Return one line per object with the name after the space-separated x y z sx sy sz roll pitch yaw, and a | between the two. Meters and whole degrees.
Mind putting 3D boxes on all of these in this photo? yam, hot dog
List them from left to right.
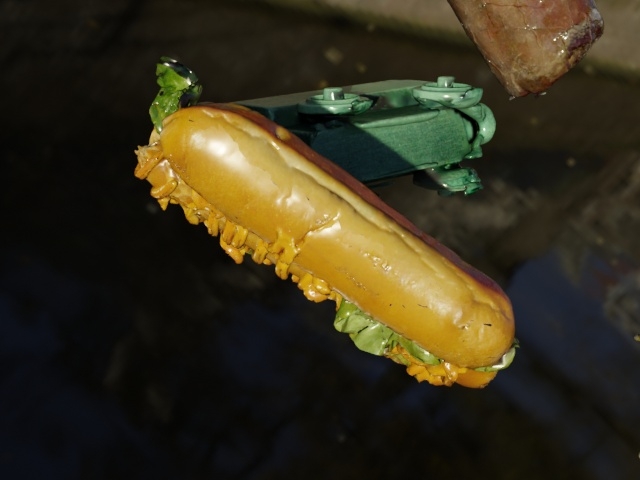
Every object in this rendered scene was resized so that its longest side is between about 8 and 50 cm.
0.000 0.000 0.687 0.188 0.055 0.072 35 -3 -10 | hot dog
0.106 -0.160 1.008 0.141 0.079 0.079 54 22 -17 | yam

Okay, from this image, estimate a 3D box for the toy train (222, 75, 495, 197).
0.022 -0.056 0.954 0.099 0.070 0.172 10 16 43 | toy train

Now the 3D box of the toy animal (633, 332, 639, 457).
0.261 0.023 1.069 0.095 0.219 0.155 32 47 -7 | toy animal
